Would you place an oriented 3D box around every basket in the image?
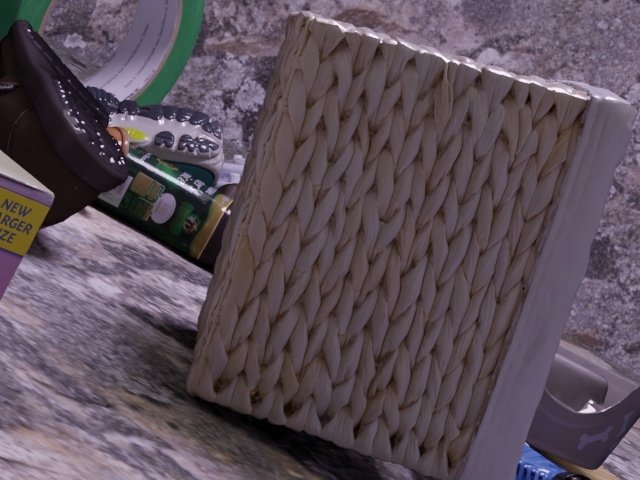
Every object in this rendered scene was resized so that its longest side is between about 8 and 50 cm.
[{"bbox_3d":[0.059,-0.001,1.453,0.266,0.331,0.328,16,6,-4],"label":"basket"}]

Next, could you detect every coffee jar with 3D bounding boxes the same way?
[{"bbox_3d":[-0.165,-0.039,1.979,0.184,0.079,0.096,30,6,-1],"label":"coffee jar"}]

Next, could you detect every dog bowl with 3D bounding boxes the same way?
[{"bbox_3d":[0.165,0.121,1.808,0.348,0.102,0.349,26,0,0],"label":"dog bowl"}]

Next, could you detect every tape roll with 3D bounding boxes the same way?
[{"bbox_3d":[-0.284,-0.269,2.196,0.077,0.321,0.321,33,6,31],"label":"tape roll"}]

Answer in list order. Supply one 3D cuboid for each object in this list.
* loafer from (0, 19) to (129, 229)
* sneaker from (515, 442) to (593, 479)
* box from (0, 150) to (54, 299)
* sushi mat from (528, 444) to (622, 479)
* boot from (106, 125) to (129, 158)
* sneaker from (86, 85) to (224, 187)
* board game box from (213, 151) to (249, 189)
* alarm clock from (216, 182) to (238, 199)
[{"bbox_3d":[-0.281,-0.107,1.677,0.134,0.130,0.366,49,2,-21],"label":"loafer"},{"bbox_3d":[0.190,0.215,1.595,0.152,0.058,0.084,34,-5,-22],"label":"sneaker"},{"bbox_3d":[-0.328,-0.056,1.125,0.213,0.117,0.243,24,7,-42],"label":"box"},{"bbox_3d":[0.227,0.226,1.885,0.316,0.019,0.151,27,5,-29],"label":"sushi mat"},{"bbox_3d":[-0.303,-0.106,1.890,0.152,0.073,0.197,18,-8,-35],"label":"boot"},{"bbox_3d":[-0.252,-0.104,2.079,0.275,0.110,0.107,14,38,2],"label":"sneaker"},{"bbox_3d":[-0.073,-0.102,2.354,0.390,0.050,0.390,5,6,-3],"label":"board game box"},{"bbox_3d":[-0.065,-0.015,2.077,0.129,0.064,0.192,39,-17,-21],"label":"alarm clock"}]
